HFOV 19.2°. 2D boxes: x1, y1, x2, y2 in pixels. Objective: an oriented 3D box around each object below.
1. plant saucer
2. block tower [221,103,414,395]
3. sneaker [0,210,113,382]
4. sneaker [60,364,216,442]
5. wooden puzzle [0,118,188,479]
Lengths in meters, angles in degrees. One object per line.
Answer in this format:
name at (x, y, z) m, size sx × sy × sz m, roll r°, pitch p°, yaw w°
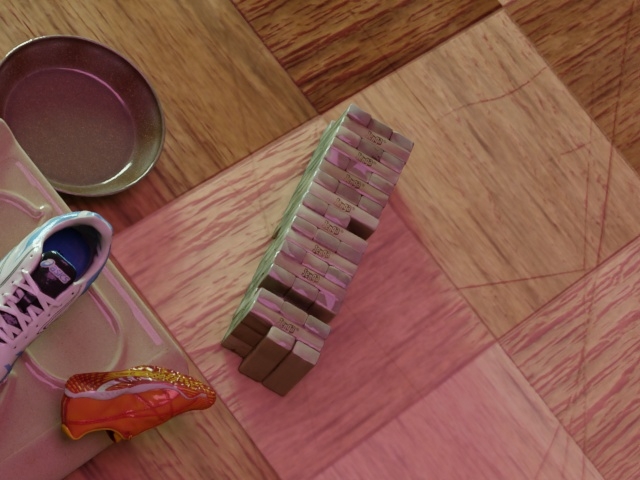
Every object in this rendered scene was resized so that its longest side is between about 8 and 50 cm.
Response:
plant saucer at (-0.266, -0.129, 2.048) m, size 0.199 × 0.036 × 0.198 m, roll 11°, pitch 60°, yaw -19°
block tower at (0.000, 0.000, 2.072) m, size 0.091 × 0.097 × 0.335 m, roll 31°, pitch 54°, yaw -9°
sneaker at (-0.286, 0.056, 1.823) m, size 0.085 × 0.086 × 0.237 m, roll 42°, pitch 57°, yaw -8°
sneaker at (-0.182, 0.162, 1.863) m, size 0.175 × 0.067 × 0.064 m, roll -1°, pitch 20°, yaw -36°
wooden puzzle at (-0.347, 0.089, 1.876) m, size 0.322 × 0.080 × 0.348 m, roll -34°, pitch 87°, yaw -35°
